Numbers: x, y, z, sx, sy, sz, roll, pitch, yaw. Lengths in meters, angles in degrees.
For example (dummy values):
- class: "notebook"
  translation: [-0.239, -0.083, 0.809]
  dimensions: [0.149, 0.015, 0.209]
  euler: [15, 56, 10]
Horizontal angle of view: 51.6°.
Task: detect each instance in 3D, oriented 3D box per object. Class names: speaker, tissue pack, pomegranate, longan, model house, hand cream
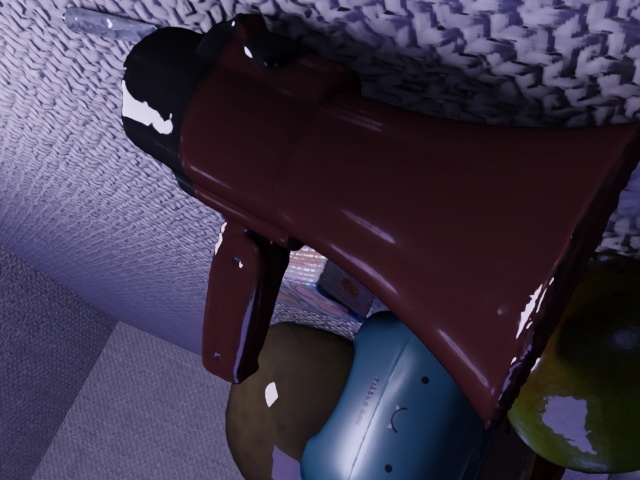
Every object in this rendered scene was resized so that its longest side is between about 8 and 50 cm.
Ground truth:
- class: "speaker"
  translation: [0.021, -0.009, 0.465]
  dimensions: [0.329, 0.198, 0.259]
  euler: [23, 143, 27]
- class: "tissue pack"
  translation: [0.125, 0.251, 0.881]
  dimensions: [0.206, 0.287, 0.198]
  euler: [15, 162, 44]
- class: "pomegranate"
  translation: [0.239, 0.089, 0.513]
  dimensions: [0.209, 0.180, 0.180]
  euler: [-18, 143, 22]
- class: "tissue pack"
  translation: [-0.017, 0.052, 0.880]
  dimensions: [0.155, 0.065, 0.115]
  euler: [6, 156, 43]
- class: "longan"
  translation: [-0.021, 0.351, 1.311]
  dimensions: [0.405, 0.336, 0.404]
  euler: [60, 171, 15]
- class: "model house"
  translation: [0.269, 0.327, 1.034]
  dimensions: [0.219, 0.199, 0.229]
  euler: [6, 157, 27]
- class: "hand cream"
  translation: [-0.167, -0.173, 0.534]
  dimensions: [0.093, 0.019, 0.030]
  euler: [14, 158, 11]

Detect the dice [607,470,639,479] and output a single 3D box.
- class: "dice"
  translation: [0.528, 0.385, 0.817]
  dimensions: [0.259, 0.243, 0.251]
  euler: [25, 162, -8]
